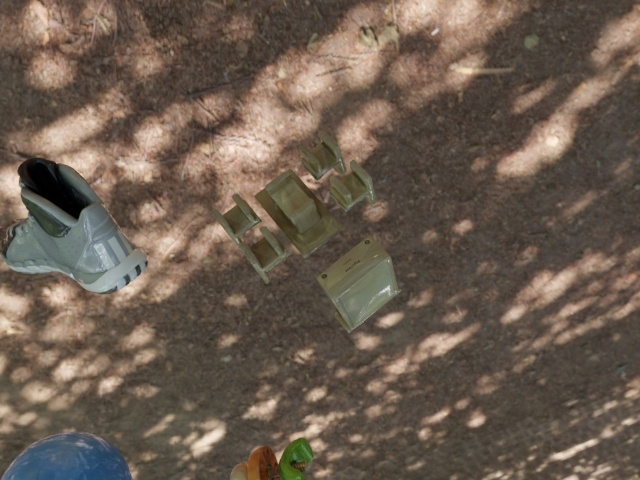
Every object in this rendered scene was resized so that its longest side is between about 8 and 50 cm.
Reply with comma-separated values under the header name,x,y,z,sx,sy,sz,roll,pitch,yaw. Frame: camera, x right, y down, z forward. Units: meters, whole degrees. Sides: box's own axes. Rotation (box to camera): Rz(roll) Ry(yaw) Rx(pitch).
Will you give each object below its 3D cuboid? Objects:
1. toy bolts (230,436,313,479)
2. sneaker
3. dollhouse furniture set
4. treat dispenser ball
name,x,y,z,sx,sy,sz,roll,pitch,yaw
toy bolts,-0.076,0.523,1.120,0.159,0.228,0.218,-18,122,13
sneaker,-0.282,-0.030,0.622,0.229,0.086,0.132,9,132,32
dollhouse furniture set,0.000,0.000,0.922,0.212,0.242,0.161,-38,154,-6
treat dispenser ball,-0.568,0.577,1.341,0.288,0.288,0.288,-9,138,-8
